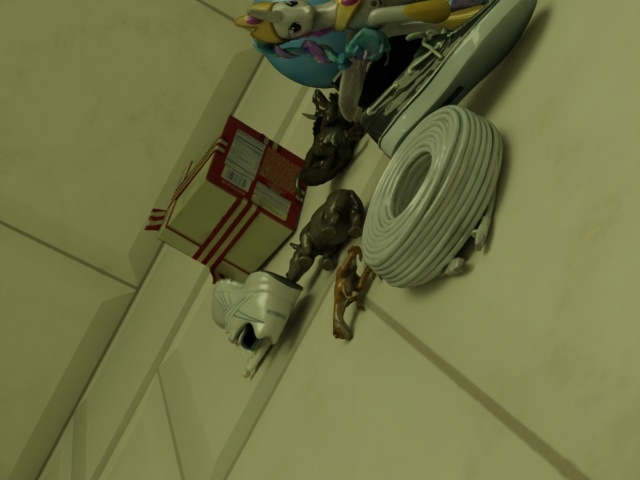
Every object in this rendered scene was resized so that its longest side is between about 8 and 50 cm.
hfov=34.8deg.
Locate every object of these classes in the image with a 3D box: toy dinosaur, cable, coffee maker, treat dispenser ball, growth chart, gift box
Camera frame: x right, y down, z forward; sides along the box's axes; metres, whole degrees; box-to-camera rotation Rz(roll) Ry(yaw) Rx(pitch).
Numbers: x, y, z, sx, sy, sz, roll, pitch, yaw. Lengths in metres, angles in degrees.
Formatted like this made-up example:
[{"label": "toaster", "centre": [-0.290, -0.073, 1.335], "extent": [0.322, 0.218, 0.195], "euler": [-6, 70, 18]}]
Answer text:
[{"label": "toy dinosaur", "centre": [0.043, 0.050, 1.561], "extent": [0.112, 0.064, 0.212], "euler": [-48, 21, 45]}, {"label": "cable", "centre": [0.143, -0.057, 1.372], "extent": [0.257, 0.089, 0.257], "euler": [-37, 30, 57]}, {"label": "coffee maker", "centre": [0.114, -0.322, 1.855], "extent": [0.178, 0.120, 0.171], "euler": [-60, 16, 11]}, {"label": "toy dinosaur", "centre": [0.020, -0.177, 1.983], "extent": [0.160, 0.121, 0.314], "euler": [119, 165, -54]}, {"label": "treat dispenser ball", "centre": [0.010, -0.445, 2.019], "extent": [0.288, 0.288, 0.288], "euler": [-54, 17, 26]}, {"label": "growth chart", "centre": [-0.114, 0.163, 1.954], "extent": [0.172, 0.021, 0.237], "euler": [-59, 16, 7]}, {"label": "gift box", "centre": [-0.203, -0.068, 2.192], "extent": [0.258, 0.255, 0.276], "euler": [-45, 17, 42]}]

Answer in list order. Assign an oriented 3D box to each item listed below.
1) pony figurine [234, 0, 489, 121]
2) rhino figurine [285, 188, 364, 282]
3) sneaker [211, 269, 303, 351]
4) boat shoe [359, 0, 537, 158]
[{"label": "pony figurine", "centre": [0.081, -0.362, 1.632], "extent": [0.351, 0.363, 0.303], "euler": [-8, -90, -72]}, {"label": "rhino figurine", "centre": [0.000, 0.000, 1.767], "extent": [0.243, 0.073, 0.106], "euler": [-48, 25, 45]}, {"label": "sneaker", "centre": [-0.138, 0.137, 1.853], "extent": [0.297, 0.111, 0.129], "euler": [-26, 44, 64]}, {"label": "boat shoe", "centre": [0.177, -0.257, 1.475], "extent": [0.306, 0.105, 0.113], "euler": [-50, -22, 23]}]
